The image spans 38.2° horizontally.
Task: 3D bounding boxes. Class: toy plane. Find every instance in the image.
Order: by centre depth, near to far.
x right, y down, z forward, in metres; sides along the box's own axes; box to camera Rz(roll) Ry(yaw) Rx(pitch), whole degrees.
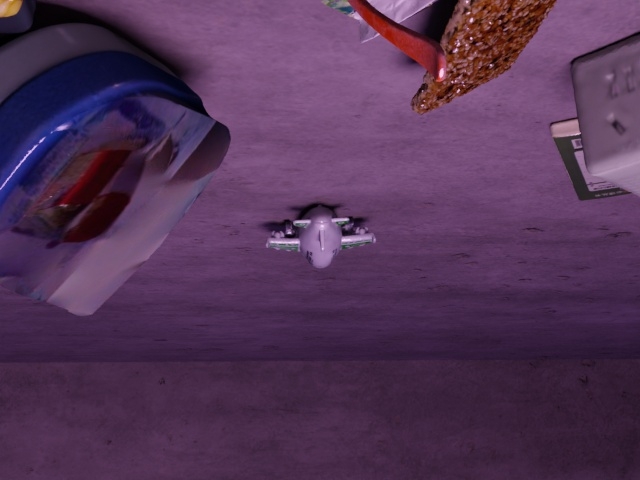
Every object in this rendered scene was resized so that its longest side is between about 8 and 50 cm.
[{"bbox_3d":[0.000,-0.003,1.448,0.173,0.080,0.174,-4,165,-1],"label":"toy plane"}]

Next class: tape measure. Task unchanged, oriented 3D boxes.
[{"bbox_3d":[-0.251,-0.076,0.893,0.259,0.138,0.262,-50,155,8],"label":"tape measure"}]

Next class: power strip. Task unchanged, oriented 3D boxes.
[{"bbox_3d":[0.399,-0.129,1.026,0.139,0.140,0.224,-20,158,40],"label":"power strip"}]

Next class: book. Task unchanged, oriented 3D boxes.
[{"bbox_3d":[0.432,-0.120,1.247,0.202,0.027,0.264,-11,160,20],"label":"book"}]

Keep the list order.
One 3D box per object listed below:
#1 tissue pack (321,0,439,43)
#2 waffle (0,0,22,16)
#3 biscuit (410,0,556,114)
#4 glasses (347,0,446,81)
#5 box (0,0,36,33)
[{"bbox_3d":[0.064,-0.219,0.767,0.085,0.079,0.111,12,157,-43],"label":"tissue pack"},{"bbox_3d":[-0.276,-0.236,0.554,0.309,0.065,0.283,-4,141,-10],"label":"waffle"},{"bbox_3d":[0.161,-0.193,0.872,0.131,0.025,0.231,-29,169,-12],"label":"biscuit"},{"bbox_3d":[0.098,-0.192,0.558,0.234,0.268,0.118,-9,155,-11],"label":"glasses"},{"bbox_3d":[-0.314,-0.232,0.697,0.160,0.050,0.230,-1,162,-7],"label":"box"}]
